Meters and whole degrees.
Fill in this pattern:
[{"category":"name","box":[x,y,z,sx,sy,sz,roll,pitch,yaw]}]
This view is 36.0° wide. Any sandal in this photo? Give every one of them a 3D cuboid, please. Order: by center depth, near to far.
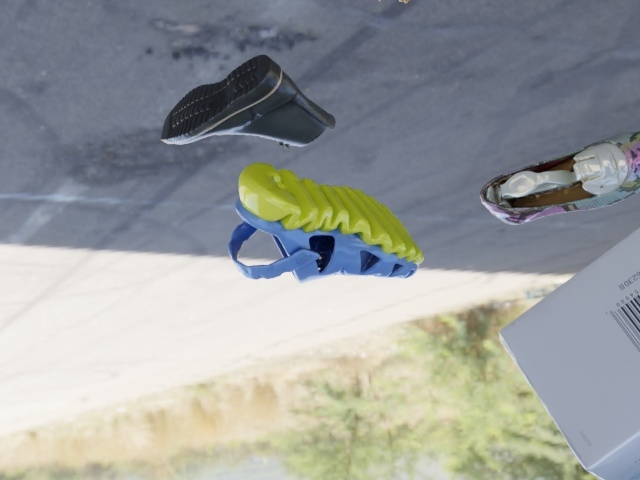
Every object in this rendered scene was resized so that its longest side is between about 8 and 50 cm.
[{"category":"sandal","box":[0.000,0.000,1.294,0.317,0.126,0.138,17,117,-36]}]

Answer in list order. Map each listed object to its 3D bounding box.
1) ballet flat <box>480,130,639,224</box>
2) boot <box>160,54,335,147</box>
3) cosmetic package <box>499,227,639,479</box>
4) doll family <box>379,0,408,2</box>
[{"category":"ballet flat","box":[0.284,-0.070,1.128,0.221,0.077,0.079,-17,165,33]},{"category":"boot","box":[-0.094,-0.143,1.254,0.198,0.077,0.137,-18,143,36]},{"category":"cosmetic package","box":[0.305,0.093,0.791,0.224,0.138,0.225,-39,142,14]},{"category":"doll family","box":[0.067,-0.299,0.851,0.163,0.118,0.263,15,146,46]}]
